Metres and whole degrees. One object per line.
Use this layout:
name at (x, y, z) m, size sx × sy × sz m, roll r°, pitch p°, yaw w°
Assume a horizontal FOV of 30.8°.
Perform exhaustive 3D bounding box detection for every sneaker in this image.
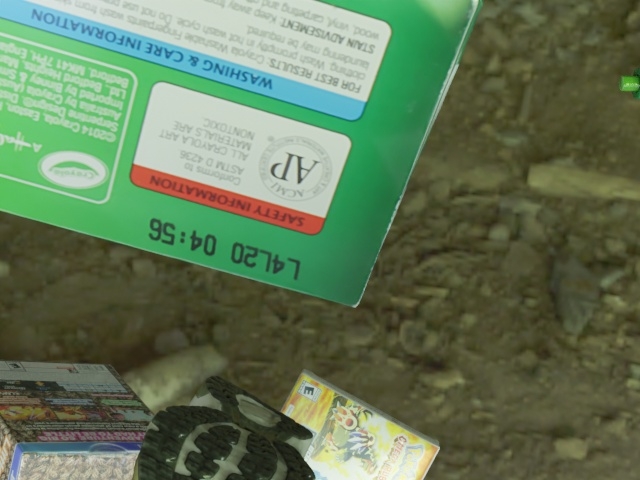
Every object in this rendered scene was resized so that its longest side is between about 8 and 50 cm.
sneaker at (-0.103, 0.256, 1.088) m, size 0.158 × 0.182 × 0.410 m, roll 27°, pitch 3°, yaw 5°

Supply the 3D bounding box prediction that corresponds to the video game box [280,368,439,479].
video game box at (0.013, 0.286, 1.374) m, size 0.187 × 0.205 × 0.048 m, roll 28°, pitch 2°, yaw 1°

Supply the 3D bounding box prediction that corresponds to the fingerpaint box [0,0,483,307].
fingerpaint box at (-0.166, -0.178, 0.594) m, size 0.445 × 0.163 × 0.371 m, roll 15°, pitch 30°, yaw -8°

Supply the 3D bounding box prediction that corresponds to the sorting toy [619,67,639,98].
sorting toy at (0.308, -0.276, 1.118) m, size 0.126 × 0.127 × 0.365 m, roll 0°, pitch 64°, yaw -5°

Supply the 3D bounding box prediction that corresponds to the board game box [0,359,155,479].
board game box at (-0.358, 0.286, 1.596) m, size 0.232 × 0.141 × 0.291 m, roll 7°, pitch 15°, yaw -34°
